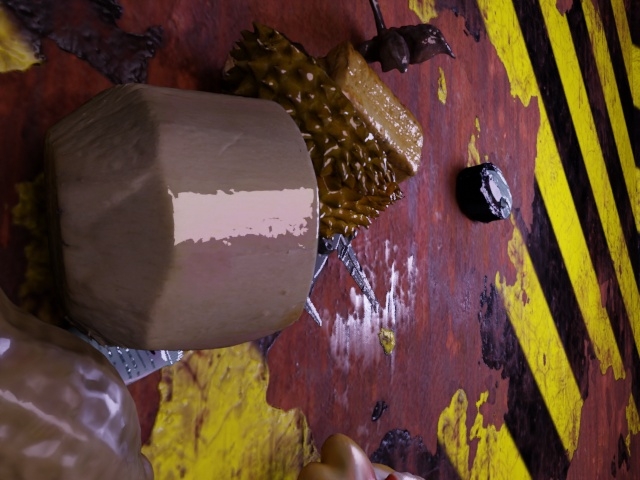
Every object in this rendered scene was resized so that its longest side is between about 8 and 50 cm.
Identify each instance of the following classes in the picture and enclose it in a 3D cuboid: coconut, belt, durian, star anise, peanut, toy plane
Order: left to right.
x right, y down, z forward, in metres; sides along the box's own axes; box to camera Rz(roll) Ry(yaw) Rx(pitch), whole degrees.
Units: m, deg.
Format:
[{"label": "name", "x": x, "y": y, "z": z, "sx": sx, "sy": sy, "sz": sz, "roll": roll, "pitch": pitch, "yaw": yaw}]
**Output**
[{"label": "peanut", "x": -0.211, "y": 0.094, "z": 0.323, "sx": 0.136, "sy": 0.120, "sz": 0.298, "roll": -42, "pitch": 117, "yaw": -15}, {"label": "coconut", "x": -0.098, "y": -0.015, "z": 0.437, "sx": 0.241, "sy": 0.241, "sz": 0.241, "roll": 4, "pitch": 84, "yaw": -47}, {"label": "durian", "x": -0.029, "y": -0.101, "z": 0.564, "sx": 0.249, "sy": 0.138, "sz": 0.183, "roll": 53, "pitch": 5, "yaw": -9}, {"label": "toy plane", "x": 0.001, "y": 0.000, "z": 0.681, "sx": 0.226, "sy": 0.058, "sz": 0.226, "roll": 37, "pitch": 60, "yaw": -21}, {"label": "star anise", "x": 0.097, "y": -0.361, "z": 0.757, "sx": 0.218, "sy": 0.148, "sz": 0.227, "roll": -104, "pitch": -179, "yaw": -64}, {"label": "belt", "x": 0.318, "y": -0.091, "z": 1.033, "sx": 0.140, "sy": 0.058, "sz": 0.105, "roll": 35, "pitch": 57, "yaw": -36}]

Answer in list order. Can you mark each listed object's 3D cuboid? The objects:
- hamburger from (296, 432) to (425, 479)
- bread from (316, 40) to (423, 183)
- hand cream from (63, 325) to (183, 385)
[{"label": "hamburger", "x": 0.067, "y": 0.390, "z": 0.631, "sx": 0.261, "sy": 0.186, "sz": 0.302, "roll": -45, "pitch": 129, "yaw": -38}, {"label": "bread", "x": 0.062, "y": -0.167, "z": 0.738, "sx": 0.211, "sy": 0.083, "sz": 0.113, "roll": 39, "pitch": 55, "yaw": -39}, {"label": "hand cream", "x": -0.243, "y": 0.126, "z": 0.404, "sx": 0.331, "sy": 0.058, "sz": 0.085, "roll": -26, "pitch": 104, "yaw": -45}]
